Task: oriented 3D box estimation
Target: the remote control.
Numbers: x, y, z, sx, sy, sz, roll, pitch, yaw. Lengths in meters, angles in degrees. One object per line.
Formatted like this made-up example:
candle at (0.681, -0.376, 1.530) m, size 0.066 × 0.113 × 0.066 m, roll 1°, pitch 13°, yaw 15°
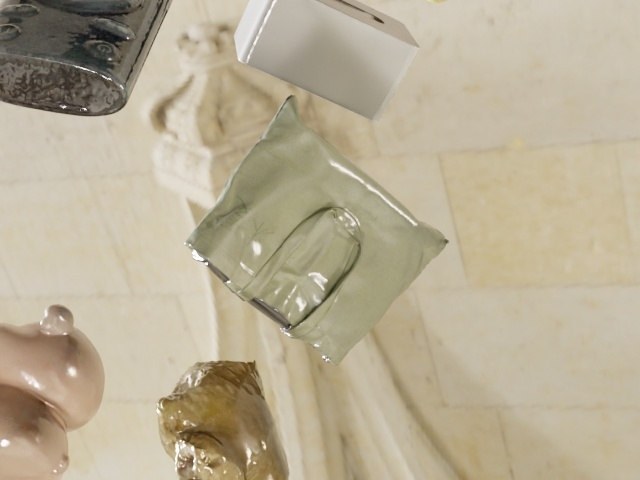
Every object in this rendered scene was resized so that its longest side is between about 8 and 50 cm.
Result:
remote control at (-0.153, -0.204, 0.896) m, size 0.107 × 0.044 × 0.377 m, roll 7°, pitch -144°, yaw 2°

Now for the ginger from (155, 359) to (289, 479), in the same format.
ginger at (-0.102, 0.274, 1.465) m, size 0.123 × 0.270 × 0.219 m, roll -27°, pitch 168°, yaw 18°

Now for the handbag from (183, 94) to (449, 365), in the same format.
handbag at (-0.005, 0.001, 1.641) m, size 0.253 × 0.316 × 0.109 m, roll -54°, pitch -153°, yaw -10°

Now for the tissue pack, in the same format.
tissue pack at (0.005, -0.307, 1.892) m, size 0.246 × 0.136 × 0.159 m, roll 22°, pitch -160°, yaw -17°

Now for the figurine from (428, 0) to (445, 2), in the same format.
figurine at (0.114, -0.336, 1.447) m, size 0.083 × 0.083 × 0.187 m, roll -22°, pitch -149°, yaw -10°

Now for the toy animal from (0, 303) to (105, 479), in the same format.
toy animal at (-0.407, 0.231, 1.711) m, size 0.230 × 0.210 × 0.221 m, roll -16°, pitch -123°, yaw -15°
